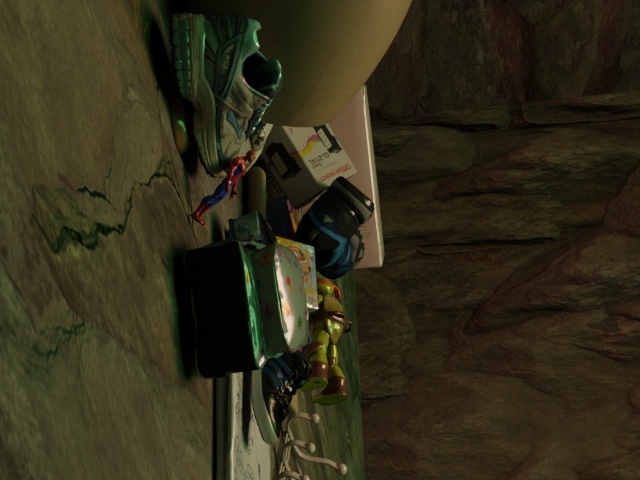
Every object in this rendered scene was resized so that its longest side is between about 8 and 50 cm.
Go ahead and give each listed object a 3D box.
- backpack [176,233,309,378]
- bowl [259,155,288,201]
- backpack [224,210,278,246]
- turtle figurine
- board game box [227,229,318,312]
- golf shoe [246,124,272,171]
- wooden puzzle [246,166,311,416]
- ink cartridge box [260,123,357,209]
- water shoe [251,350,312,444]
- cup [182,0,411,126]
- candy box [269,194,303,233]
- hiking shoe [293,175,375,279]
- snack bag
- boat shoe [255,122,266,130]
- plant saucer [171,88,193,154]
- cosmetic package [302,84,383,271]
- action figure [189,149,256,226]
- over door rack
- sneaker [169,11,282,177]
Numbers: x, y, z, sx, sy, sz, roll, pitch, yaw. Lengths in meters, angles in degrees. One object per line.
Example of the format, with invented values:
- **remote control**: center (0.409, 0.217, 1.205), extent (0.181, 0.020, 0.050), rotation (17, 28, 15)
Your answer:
- **backpack**: center (-0.090, 0.077, 1.576), extent (0.188, 0.144, 0.166), rotation (5, 74, -87)
- **bowl**: center (-0.057, -0.150, 2.294), extent (0.080, 0.170, 0.170), rotation (38, 19, -11)
- **backpack**: center (-0.099, 0.021, 1.797), extent (0.105, 0.084, 0.114), rotation (70, 4, -70)
- **turtle figurine**: center (0.008, 0.149, 2.048), extent (0.269, 0.087, 0.217), rotation (66, 20, -58)
- **board game box**: center (-0.071, 0.045, 1.909), extent (0.154, 0.026, 0.103), rotation (16, 62, -41)
- **golf shoe**: center (-0.111, -0.173, 2.023), extent (0.176, 0.069, 0.086), rotation (-66, 176, -50)
- **wooden puzzle**: center (-0.060, 0.091, 2.158), extent (0.348, 0.080, 0.322), rotation (75, 11, -60)
- **ink cartridge box**: center (-0.033, -0.156, 2.149), extent (0.175, 0.072, 0.127), rotation (58, 36, 1)
- **water shoe**: center (-0.052, 0.190, 1.785), extent (0.073, 0.080, 0.203), rotation (77, 8, -47)
- **cup**: center (-0.043, -0.290, 1.730), extent (0.331, 0.331, 0.237), rotation (-80, 180, -70)
- **candy box**: center (-0.059, -0.019, 2.429), extent (0.187, 0.053, 0.109), rotation (76, 11, -49)
- **hiking shoe**: center (0.000, 0.000, 2.136), extent (0.113, 0.132, 0.304), rotation (43, -19, 15)
- **snack bag**: center (-0.100, 0.274, 1.805), extent (0.342, 0.037, 0.323), rotation (76, 10, -58)
- **boat shoe**: center (-0.112, -0.291, 1.902), extent (0.089, 0.109, 0.258), rotation (-65, 151, -83)
- **plant saucer**: center (-0.171, -0.150, 1.605), extent (0.083, 0.015, 0.083), rotation (-5, 90, -84)
- **cosmetic package**: center (0.017, -0.126, 2.591), extent (0.155, 0.196, 0.366), rotation (-57, 142, -81)
- **action figure**: center (-0.120, -0.068, 1.631), extent (0.115, 0.030, 0.038), rotation (-55, 164, -5)
- **over door rack**: center (-0.006, 0.486, 2.182), extent (0.239, 0.108, 0.324), rotation (-76, 160, -71)
- **sneaker**: center (-0.104, -0.173, 1.597), extent (0.283, 0.122, 0.110), rotation (76, 9, -59)
